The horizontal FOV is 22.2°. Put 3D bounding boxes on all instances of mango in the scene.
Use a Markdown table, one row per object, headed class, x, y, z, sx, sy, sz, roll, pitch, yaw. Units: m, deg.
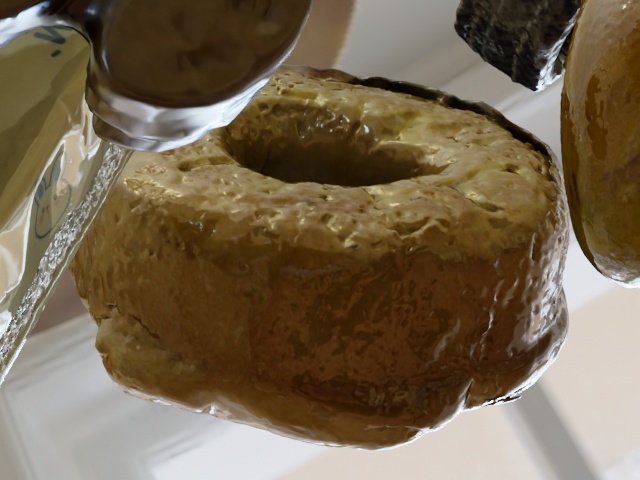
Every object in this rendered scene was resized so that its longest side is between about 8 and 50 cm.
| class | x | y | z | sx | sy | sz | roll | pitch | yaw |
| --- | --- | --- | --- | --- | --- | --- | --- | --- | --- |
| mango | 0.153 | -0.064 | 0.747 | 0.115 | 0.089 | 0.165 | 42 | -114 | -73 |

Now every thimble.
| class | x | y | z | sx | sy | sz | roll | pitch | yaw |
| --- | --- | --- | --- | --- | --- | --- | --- | --- | --- |
| thimble | 0.124 | -0.135 | 0.877 | 0.095 | 0.066 | 0.104 | -44 | -13 | -25 |

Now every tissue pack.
| class | x | y | z | sx | sy | sz | roll | pitch | yaw |
| --- | --- | --- | --- | --- | --- | --- | --- | --- | --- |
| tissue pack | -0.175 | -0.034 | 0.707 | 0.092 | 0.148 | 0.196 | 91 | -159 | -57 |

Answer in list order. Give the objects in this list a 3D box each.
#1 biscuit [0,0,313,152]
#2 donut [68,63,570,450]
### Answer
| class | x | y | z | sx | sy | sz | roll | pitch | yaw |
| --- | --- | --- | --- | --- | --- | --- | --- | --- | --- |
| biscuit | -0.111 | -0.187 | 0.459 | 0.394 | 0.350 | 0.070 | -26 | 4 | -35 |
| donut | 0.000 | 0.000 | 1.040 | 0.317 | 0.299 | 0.150 | -13 | -55 | -29 |
